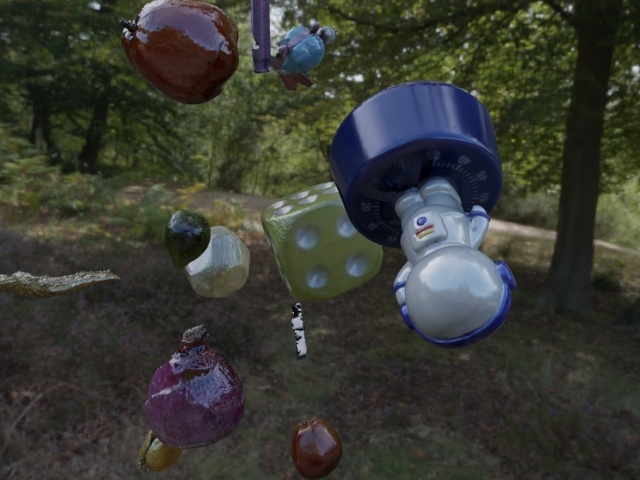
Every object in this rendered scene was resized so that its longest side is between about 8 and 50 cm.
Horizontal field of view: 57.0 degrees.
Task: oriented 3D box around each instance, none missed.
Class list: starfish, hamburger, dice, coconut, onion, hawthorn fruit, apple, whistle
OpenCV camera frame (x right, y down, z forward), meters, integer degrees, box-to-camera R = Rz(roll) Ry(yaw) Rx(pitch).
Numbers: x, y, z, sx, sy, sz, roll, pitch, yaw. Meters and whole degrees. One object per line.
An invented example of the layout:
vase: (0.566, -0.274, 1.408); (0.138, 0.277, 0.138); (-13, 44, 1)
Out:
starfish: (-0.595, 0.095, 1.288); (0.302, 0.060, 0.299); (-1, -2, -18)
hamburger: (-0.454, 0.595, 1.703); (0.083, 0.147, 0.138); (27, 9, 29)
dice: (0.000, 0.000, 1.442); (0.238, 0.233, 0.227); (-23, 16, -10)
coconut: (-0.345, 0.069, 1.942); (0.237, 0.237, 0.197); (11, -13, 38)
onion: (-0.323, 0.404, 1.530); (0.267, 0.348, 0.159); (-8, 32, -15)
hawthorn fruit: (-0.247, -0.340, 1.019); (0.202, 0.185, 0.185); (15, 1, -32)
apple: (-0.016, 0.608, 1.733); (0.156, 0.158, 0.147); (-22, 11, -8)
whistle: (-0.101, -0.369, 0.987); (0.033, 0.176, 0.033); (1, 27, 0)

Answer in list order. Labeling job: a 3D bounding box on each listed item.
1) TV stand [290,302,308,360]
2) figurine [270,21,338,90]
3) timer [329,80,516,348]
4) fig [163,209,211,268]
TV stand: (-0.064, 0.275, 1.782); (0.036, 0.042, 0.249); (-14, 30, 1)
figurine: (-0.029, -0.447, 1.443); (0.205, 0.103, 0.260); (-29, -2, -6)
timer: (0.163, -0.016, 0.854); (0.270, 0.270, 0.383); (5, 48, -13)
fig: (-0.354, 0.004, 1.556); (0.123, 0.156, 0.123); (12, 37, -9)
